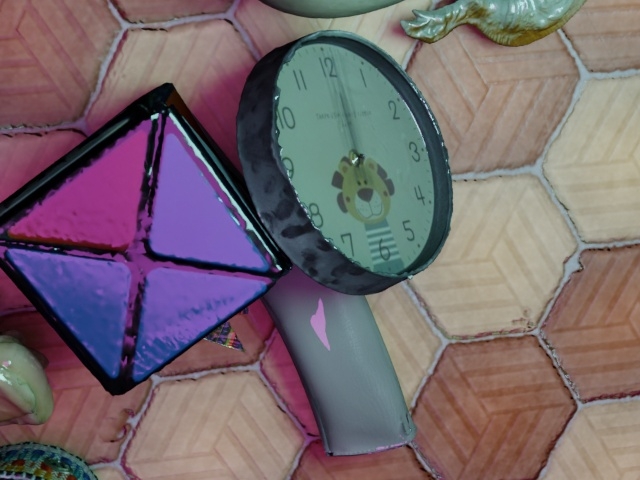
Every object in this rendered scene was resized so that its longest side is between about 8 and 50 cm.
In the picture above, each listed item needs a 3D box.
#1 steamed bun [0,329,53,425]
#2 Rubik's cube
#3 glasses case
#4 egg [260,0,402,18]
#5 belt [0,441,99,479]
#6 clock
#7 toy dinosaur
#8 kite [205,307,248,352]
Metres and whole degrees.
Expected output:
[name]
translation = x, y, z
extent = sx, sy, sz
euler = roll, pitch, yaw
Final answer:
[steamed bun]
translation = -0.529, 0.094, 1.146
extent = 0.428, 0.189, 0.247
euler = -4, 140, 10
[Rubik's cube]
translation = -0.202, -0.013, 1.141
extent = 0.246, 0.250, 0.248
euler = -35, 103, 2
[glasses case]
translation = 0.017, 0.139, 1.292
extent = 0.128, 0.083, 0.308
euler = -21, 106, 4
[egg]
translation = 0.052, -0.383, 1.076
extent = 0.352, 0.258, 0.258
euler = -31, 106, -5
[belt]
translation = -0.407, 0.373, 1.261
extent = 0.257, 0.150, 0.207
euler = -22, 98, -1
[clock]
translation = 0.039, -0.092, 1.141
extent = 0.061, 0.312, 0.312
euler = -21, 111, 41
[toy dinosaur]
translation = 0.290, -0.339, 1.203
extent = 0.393, 0.092, 0.206
euler = -2, 104, -8
[kite]
translation = -0.139, 0.100, 1.301
extent = 0.090, 0.004, 0.122
euler = -17, 105, -2
